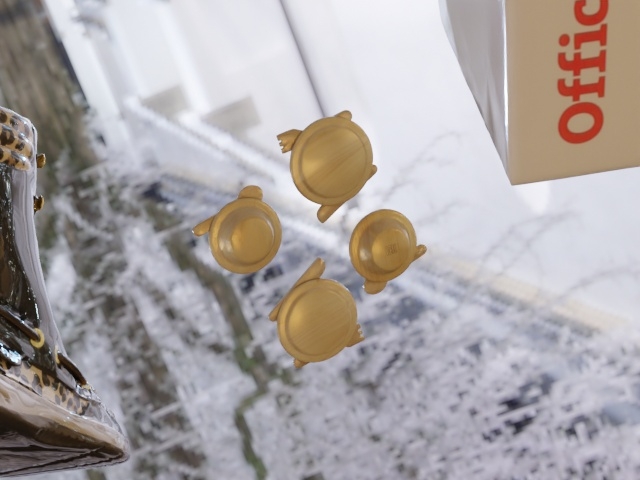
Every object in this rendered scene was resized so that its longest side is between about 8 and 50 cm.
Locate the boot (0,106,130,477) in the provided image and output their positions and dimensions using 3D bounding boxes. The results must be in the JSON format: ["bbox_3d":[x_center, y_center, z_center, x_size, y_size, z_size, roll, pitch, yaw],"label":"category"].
[{"bbox_3d":[-0.278,0.053,1.288,0.138,0.284,0.377,-13,159,14],"label":"boot"}]

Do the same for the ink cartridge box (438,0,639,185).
[{"bbox_3d":[0.135,-0.106,0.383,0.203,0.148,0.086,-10,-139,-2],"label":"ink cartridge box"}]

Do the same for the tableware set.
[{"bbox_3d":[0.000,0.000,1.052,0.141,0.169,0.020,-39,-155,-11],"label":"tableware set"}]
